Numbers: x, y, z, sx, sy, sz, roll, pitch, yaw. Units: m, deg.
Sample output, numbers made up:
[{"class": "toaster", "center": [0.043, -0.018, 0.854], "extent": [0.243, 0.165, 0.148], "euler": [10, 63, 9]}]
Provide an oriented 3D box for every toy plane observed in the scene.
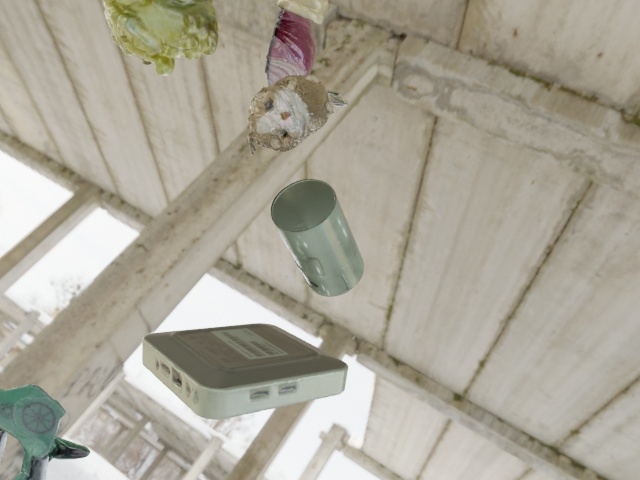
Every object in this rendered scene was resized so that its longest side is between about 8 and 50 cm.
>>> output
[{"class": "toy plane", "center": [-0.292, 0.318, 0.564], "extent": [0.155, 0.382, 0.106], "euler": [14, 11, 1]}]

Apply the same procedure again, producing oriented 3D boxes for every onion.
[{"class": "onion", "center": [-0.063, -0.491, 1.515], "extent": [0.111, 0.248, 0.250], "euler": [15, -17, 2]}]

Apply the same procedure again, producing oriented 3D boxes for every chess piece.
[{"class": "chess piece", "center": [0.024, -0.678, 1.262], "extent": [0.117, 0.117, 0.397], "euler": [30, -67, 14]}]

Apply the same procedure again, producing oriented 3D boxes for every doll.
[{"class": "doll", "center": [-0.040, -0.221, 0.972], "extent": [0.115, 0.221, 0.105], "euler": [-27, -76, 45]}]

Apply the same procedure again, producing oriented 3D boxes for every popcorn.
[{"class": "popcorn", "center": [-0.367, -0.513, 1.340], "extent": [0.237, 0.293, 0.293], "euler": [-9, -50, 26]}]

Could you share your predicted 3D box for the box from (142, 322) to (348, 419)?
[{"class": "box", "center": [-0.177, 0.273, 1.334], "extent": [0.367, 0.373, 0.090], "euler": [14, -80, 51]}]

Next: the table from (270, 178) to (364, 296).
[{"class": "table", "center": [0.000, 0.000, 1.126], "extent": [0.126, 0.126, 0.220], "euler": [19, -28, 30]}]
